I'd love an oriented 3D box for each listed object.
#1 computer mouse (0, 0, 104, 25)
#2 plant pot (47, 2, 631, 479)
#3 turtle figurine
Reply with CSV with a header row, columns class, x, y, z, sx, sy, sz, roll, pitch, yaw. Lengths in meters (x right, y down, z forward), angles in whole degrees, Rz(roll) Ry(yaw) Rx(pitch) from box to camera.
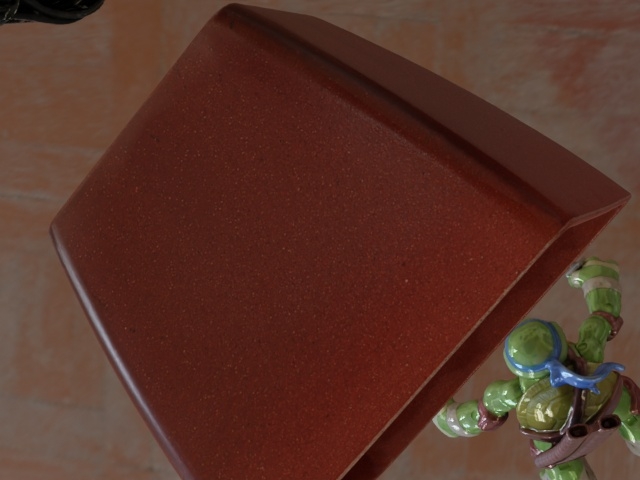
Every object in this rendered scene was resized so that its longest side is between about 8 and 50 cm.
class,x,y,z,sx,sy,sz,roll,pitch,yaw
computer mouse,-0.094,-0.198,0.763,0.060,0.184,0.262,31,108,10
plant pot,0.000,0.000,1.011,0.236,0.267,0.267,43,105,10
turtle figurine,0.198,0.108,1.499,0.274,0.266,0.198,15,65,40
